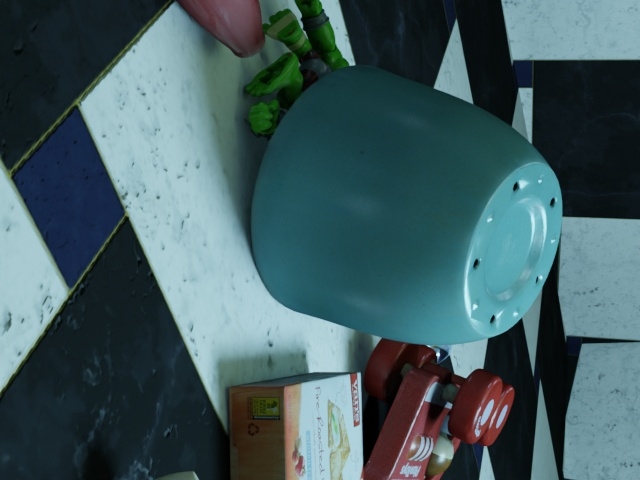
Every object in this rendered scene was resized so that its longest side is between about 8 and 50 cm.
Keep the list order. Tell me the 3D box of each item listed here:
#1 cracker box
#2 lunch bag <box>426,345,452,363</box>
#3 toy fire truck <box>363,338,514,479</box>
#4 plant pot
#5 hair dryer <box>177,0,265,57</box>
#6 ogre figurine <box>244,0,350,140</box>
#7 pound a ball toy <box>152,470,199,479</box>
[{"bbox_3d":[-0.019,0.224,1.000,0.232,0.067,0.156,10,77,-70],"label":"cracker box"},{"bbox_3d":[0.171,0.159,1.496,0.071,0.083,0.053,-62,143,-54],"label":"lunch bag"},{"bbox_3d":[0.141,0.283,1.332,0.254,0.169,0.302,-64,156,-5],"label":"toy fire truck"},{"bbox_3d":[0.111,-0.021,1.001,0.293,0.235,0.293,-25,125,-42],"label":"plant pot"},{"bbox_3d":[-0.101,-0.311,0.864,0.224,0.080,0.294,-54,137,-61],"label":"hair dryer"},{"bbox_3d":[-0.017,-0.176,1.046,0.118,0.096,0.197,48,30,-42],"label":"ogre figurine"},{"bbox_3d":[-0.106,0.328,0.608,0.319,0.135,0.208,-110,177,-71],"label":"pound a ball toy"}]
